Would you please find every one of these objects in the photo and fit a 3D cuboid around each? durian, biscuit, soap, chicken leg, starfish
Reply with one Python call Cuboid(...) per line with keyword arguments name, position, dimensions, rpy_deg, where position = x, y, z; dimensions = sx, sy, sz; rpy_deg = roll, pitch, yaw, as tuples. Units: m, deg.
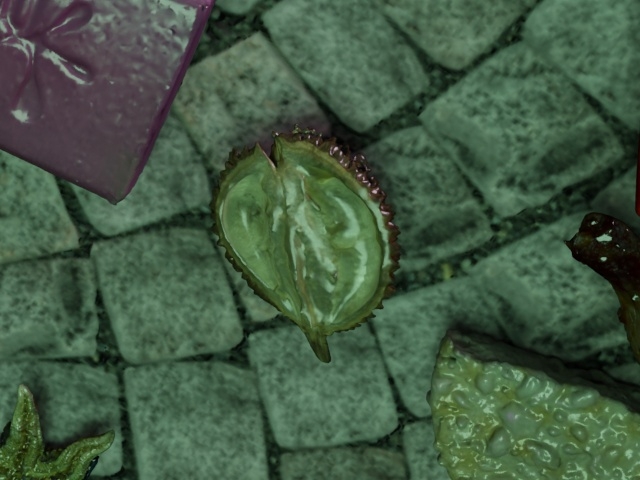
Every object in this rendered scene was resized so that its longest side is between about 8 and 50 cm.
Cuboid(name="durian", position=(0.000, 0.000, 1.297), dimensions=(0.148, 0.091, 0.188), rpy_deg=(0, 105, 21))
Cuboid(name="biscuit", position=(0.200, 0.175, 1.360), dimensions=(0.281, 0.084, 0.179), rpy_deg=(25, 121, -2))
Cuboid(name="soap", position=(-0.222, -0.162, 1.257), dimensions=(0.259, 0.081, 0.181), rpy_deg=(26, 117, -4))
Cuboid(name="chicken leg", position=(0.328, 0.070, 1.264), dimensions=(0.322, 0.083, 0.177), rpy_deg=(10, 135, 5))
Cuboid(name="starfish", position=(-0.275, 0.195, 1.455), dimensions=(0.176, 0.053, 0.208), rpy_deg=(28, 114, -5))

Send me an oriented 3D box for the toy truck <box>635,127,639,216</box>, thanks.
Cuboid(name="toy truck", position=(0.276, -0.134, 1.180), dimensions=(0.114, 0.107, 0.253), rpy_deg=(7, 119, 16))
